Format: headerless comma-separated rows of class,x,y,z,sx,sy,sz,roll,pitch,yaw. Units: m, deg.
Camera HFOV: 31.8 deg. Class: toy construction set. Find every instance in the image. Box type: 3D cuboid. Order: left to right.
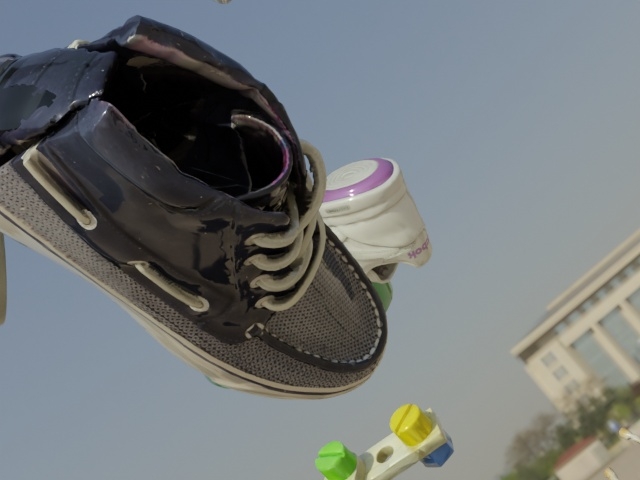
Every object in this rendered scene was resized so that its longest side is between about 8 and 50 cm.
toy construction set,-0.025,0.278,0.925,0.328,0.151,0.215,-37,26,39

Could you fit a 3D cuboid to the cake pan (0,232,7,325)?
cake pan,-0.484,-0.004,1.576,0.054,0.293,0.293,-6,-30,-22

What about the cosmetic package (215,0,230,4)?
cosmetic package,-0.167,-0.384,1.336,0.107,0.238,0.127,-41,-44,-26

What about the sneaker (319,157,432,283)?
sneaker,0.000,0.000,1.319,0.305,0.152,0.114,-8,33,49

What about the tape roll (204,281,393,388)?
tape roll,-0.050,0.102,1.712,0.321,0.077,0.321,-21,21,9

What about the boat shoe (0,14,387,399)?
boat shoe,-0.042,0.001,0.649,0.340,0.127,0.158,31,-27,-36

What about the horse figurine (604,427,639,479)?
horse figurine,0.419,0.347,1.346,0.066,0.174,0.263,-21,-62,-30
